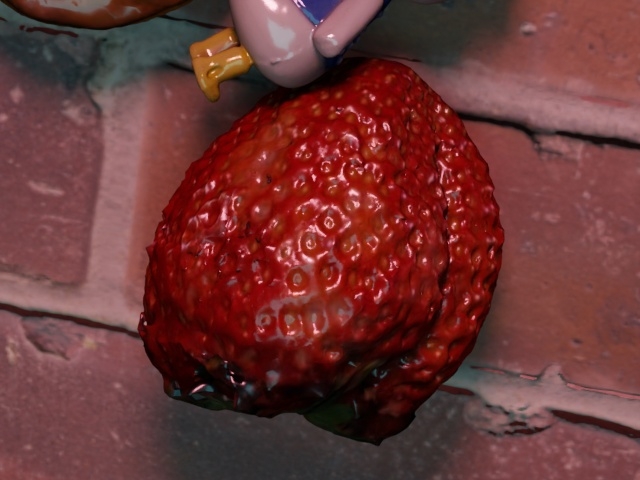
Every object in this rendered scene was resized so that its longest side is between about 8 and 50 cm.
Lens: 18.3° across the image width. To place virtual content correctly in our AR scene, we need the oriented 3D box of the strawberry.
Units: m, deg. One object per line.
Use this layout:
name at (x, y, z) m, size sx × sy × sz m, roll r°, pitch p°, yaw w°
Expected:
strawberry at (0.000, 0.000, 1.501) m, size 0.239 × 0.250 × 0.288 m, roll 13°, pitch 92°, yaw 33°

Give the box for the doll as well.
doll at (0.035, -0.195, 1.449) m, size 0.293 × 0.138 × 0.119 m, roll -32°, pitch 119°, yaw 7°

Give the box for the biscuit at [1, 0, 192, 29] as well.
biscuit at (-0.167, -0.263, 1.460) m, size 0.274 × 0.091 × 0.213 m, roll -4°, pitch 110°, yaw 3°
